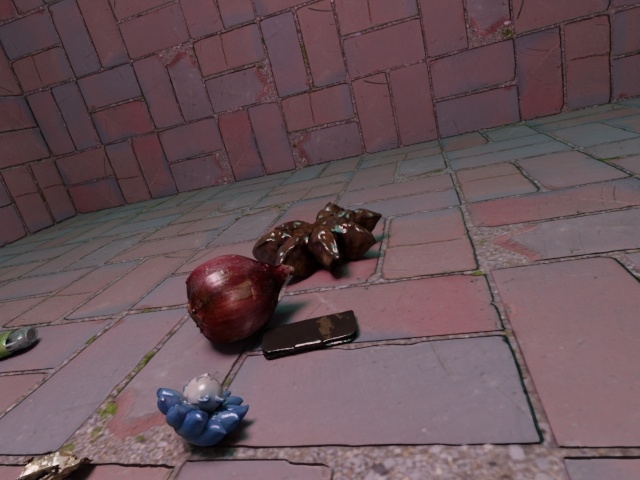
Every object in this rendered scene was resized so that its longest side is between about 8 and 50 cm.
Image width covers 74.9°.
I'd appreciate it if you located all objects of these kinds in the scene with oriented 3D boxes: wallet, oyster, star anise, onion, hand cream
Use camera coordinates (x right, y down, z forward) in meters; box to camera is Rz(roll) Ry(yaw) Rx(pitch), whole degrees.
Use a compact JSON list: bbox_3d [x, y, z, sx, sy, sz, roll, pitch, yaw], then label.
[{"bbox_3d":[-0.018,0.150,0.675,0.157,0.018,0.082,-12,19,4],"label":"wallet"},{"bbox_3d":[-0.359,0.303,0.464,0.200,0.061,0.106,-24,3,-33],"label":"oyster"},{"bbox_3d":[-0.004,-0.007,0.979,0.316,0.108,0.315,-15,26,8],"label":"star anise"},{"bbox_3d":[-0.134,0.091,0.730,0.195,0.159,0.159,-21,20,-21],"label":"onion"},{"bbox_3d":[-0.711,0.234,0.904,0.175,0.045,0.095,-18,21,-5],"label":"hand cream"}]

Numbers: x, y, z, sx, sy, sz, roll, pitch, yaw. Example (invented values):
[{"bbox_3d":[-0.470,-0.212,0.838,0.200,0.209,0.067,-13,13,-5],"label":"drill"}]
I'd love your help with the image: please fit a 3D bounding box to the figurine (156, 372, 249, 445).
[{"bbox_3d":[-0.139,0.206,0.507,0.115,0.078,0.114,18,-12,4],"label":"figurine"}]
